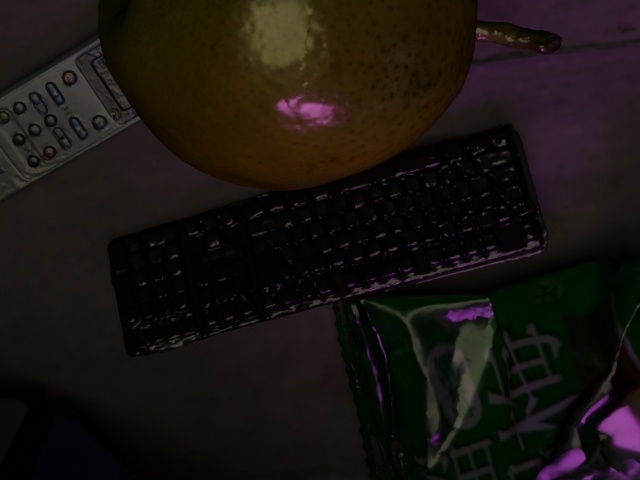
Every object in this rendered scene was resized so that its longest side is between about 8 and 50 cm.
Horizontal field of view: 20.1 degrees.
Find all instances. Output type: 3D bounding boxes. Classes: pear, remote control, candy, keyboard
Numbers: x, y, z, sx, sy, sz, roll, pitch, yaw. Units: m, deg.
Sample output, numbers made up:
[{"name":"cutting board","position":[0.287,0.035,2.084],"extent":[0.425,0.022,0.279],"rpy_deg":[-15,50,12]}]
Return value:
[{"name":"pear","position":[0.006,-0.105,0.855],"extent":[0.216,0.180,0.166],"rpy_deg":[-1,74,-20]},{"name":"remote control","position":[-0.136,-0.067,0.944],"extent":[0.124,0.018,0.053],"rpy_deg":[-28,107,11]},{"name":"candy","position":[0.113,0.081,0.961],"extent":[0.203,0.078,0.141],"rpy_deg":[-9,98,18]},{"name":"keyboard","position":[0.000,0.000,0.946],"extent":[0.231,0.023,0.072],"rpy_deg":[-15,73,7]}]

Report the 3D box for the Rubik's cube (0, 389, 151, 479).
[{"name":"Rubik's cube","position":[-0.207,0.275,0.858],"extent":[0.307,0.305,0.310],"rpy_deg":[-1,118,-46]}]
